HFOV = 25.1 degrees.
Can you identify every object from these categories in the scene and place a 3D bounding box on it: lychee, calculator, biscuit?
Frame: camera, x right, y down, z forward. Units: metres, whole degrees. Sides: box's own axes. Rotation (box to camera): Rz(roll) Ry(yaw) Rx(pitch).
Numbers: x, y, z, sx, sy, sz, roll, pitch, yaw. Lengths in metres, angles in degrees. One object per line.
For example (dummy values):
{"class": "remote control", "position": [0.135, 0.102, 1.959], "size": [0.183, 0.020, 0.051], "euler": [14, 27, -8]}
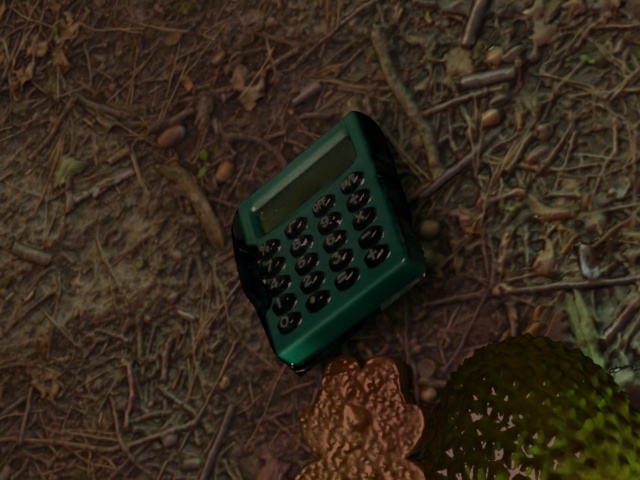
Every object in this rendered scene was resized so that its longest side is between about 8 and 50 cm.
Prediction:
{"class": "lychee", "position": [0.242, 0.261, 1.541], "size": [0.270, 0.270, 0.320], "euler": [-3, 103, 26]}
{"class": "calculator", "position": [0.000, 0.000, 1.774], "size": [0.248, 0.058, 0.274], "euler": [-39, 48, 27]}
{"class": "biscuit", "position": [0.054, 0.283, 1.752], "size": [0.202, 0.044, 0.289], "euler": [-9, 74, 24]}
